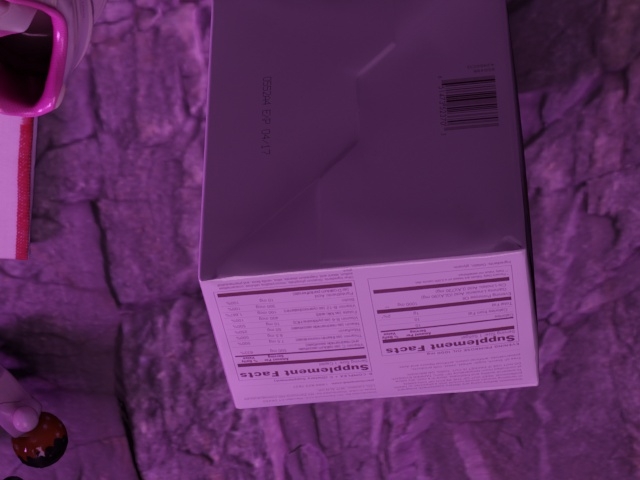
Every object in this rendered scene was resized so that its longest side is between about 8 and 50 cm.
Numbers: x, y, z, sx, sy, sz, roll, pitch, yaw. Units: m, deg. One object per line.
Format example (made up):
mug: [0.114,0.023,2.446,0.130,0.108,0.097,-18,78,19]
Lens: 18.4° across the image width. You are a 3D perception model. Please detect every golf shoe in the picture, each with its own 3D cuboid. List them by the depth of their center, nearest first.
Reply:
golf shoe: [-0.210,-0.204,1.215,0.115,0.140,0.306,-10,138,15]

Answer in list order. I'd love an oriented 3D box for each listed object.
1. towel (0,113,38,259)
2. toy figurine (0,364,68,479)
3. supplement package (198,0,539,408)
towel: [-0.376,-0.069,1.461,0.329,0.037,0.237,5,141,-6]
toy figurine: [-0.321,0.208,1.660,0.213,0.209,0.148,-22,125,24]
supplement package: [0.034,-0.040,1.315,0.204,0.262,0.145,-5,141,6]
